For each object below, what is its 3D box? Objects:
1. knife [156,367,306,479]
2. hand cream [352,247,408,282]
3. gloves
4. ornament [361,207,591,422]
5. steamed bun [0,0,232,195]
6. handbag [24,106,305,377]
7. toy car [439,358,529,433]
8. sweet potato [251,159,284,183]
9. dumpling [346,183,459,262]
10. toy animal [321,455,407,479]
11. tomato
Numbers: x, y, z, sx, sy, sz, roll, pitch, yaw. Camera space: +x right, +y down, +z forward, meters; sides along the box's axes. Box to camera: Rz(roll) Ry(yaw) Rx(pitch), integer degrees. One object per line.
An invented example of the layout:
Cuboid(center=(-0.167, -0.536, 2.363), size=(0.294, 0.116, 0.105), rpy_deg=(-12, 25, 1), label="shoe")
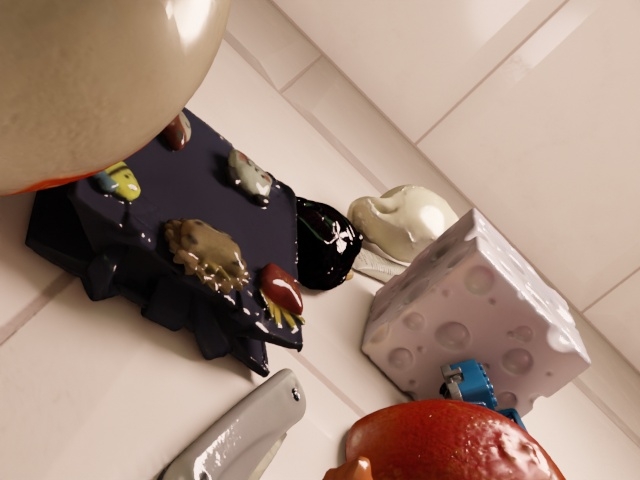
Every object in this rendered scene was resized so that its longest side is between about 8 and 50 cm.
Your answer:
Cuboid(center=(-0.069, 0.190, 0.669), size=(0.073, 0.040, 0.265), rpy_deg=(58, 19, 0), label="knife")
Cuboid(center=(0.125, 0.056, 1.356), size=(0.234, 0.050, 0.080), rpy_deg=(24, 29, -40), label="hand cream")
Cuboid(center=(0.000, 0.000, 1.104), size=(0.164, 0.124, 0.203), rpy_deg=(64, 26, -6), label="gloves")
Cuboid(center=(0.239, 0.135, 1.130), size=(0.240, 0.240, 0.239), rpy_deg=(45, 20, -6), label="ornament")
Cuboid(center=(-0.253, -0.182, 0.594), size=(0.241, 0.374, 0.374), rpy_deg=(83, -14, -47), label="steamed bun")
Cuboid(center=(-0.154, -0.028, 0.805), size=(0.303, 0.122, 0.329), rpy_deg=(36, 23, -30), label="handbag")
Cuboid(center=(0.231, 0.255, 0.989), size=(0.097, 0.100, 0.191), rpy_deg=(-92, 165, -73), label="toy car")
Cuboid(center=(-0.109, -0.103, 1.169), size=(0.214, 0.050, 0.050), rpy_deg=(25, 28, -56), label="sweet potato")
Cuboid(center=(0.166, -0.022, 1.393), size=(0.258, 0.193, 0.147), rpy_deg=(18, 68, -19), label="dumpling")
Cuboid(center=(0.099, 0.318, 0.579), size=(0.281, 0.169, 0.195), rpy_deg=(48, 61, -11), label="toy animal")
Cuboid(center=(0.186, 0.286, 0.812), size=(0.309, 0.170, 0.309), rpy_deg=(40, 20, -18), label="tomato")
